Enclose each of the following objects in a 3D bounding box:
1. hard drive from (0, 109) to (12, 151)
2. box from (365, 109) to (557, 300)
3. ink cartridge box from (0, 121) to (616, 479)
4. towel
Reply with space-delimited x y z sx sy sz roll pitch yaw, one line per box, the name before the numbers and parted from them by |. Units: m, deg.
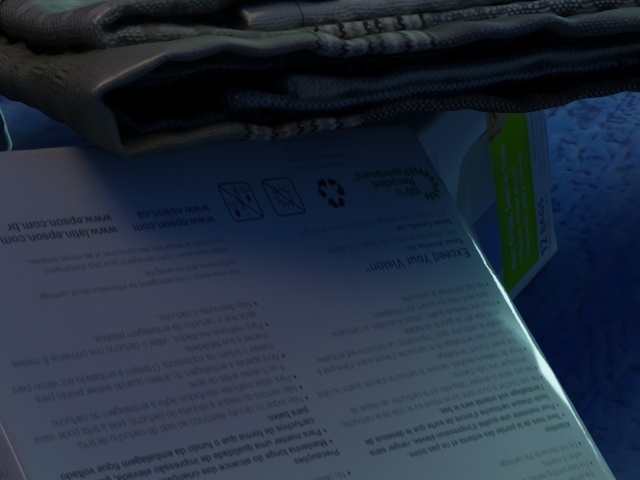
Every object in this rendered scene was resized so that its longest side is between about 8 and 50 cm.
hard drive | -0.283 -0.092 0.963 0.203 0.040 0.307 -19 33 -10
box | 0.000 0.000 0.758 0.103 0.114 0.203 12 36 32
ink cartridge box | -0.003 0.069 0.548 0.223 0.045 0.224 -7 59 -47
towel | 0.000 -0.102 0.709 0.312 0.056 0.324 -8 19 -29
